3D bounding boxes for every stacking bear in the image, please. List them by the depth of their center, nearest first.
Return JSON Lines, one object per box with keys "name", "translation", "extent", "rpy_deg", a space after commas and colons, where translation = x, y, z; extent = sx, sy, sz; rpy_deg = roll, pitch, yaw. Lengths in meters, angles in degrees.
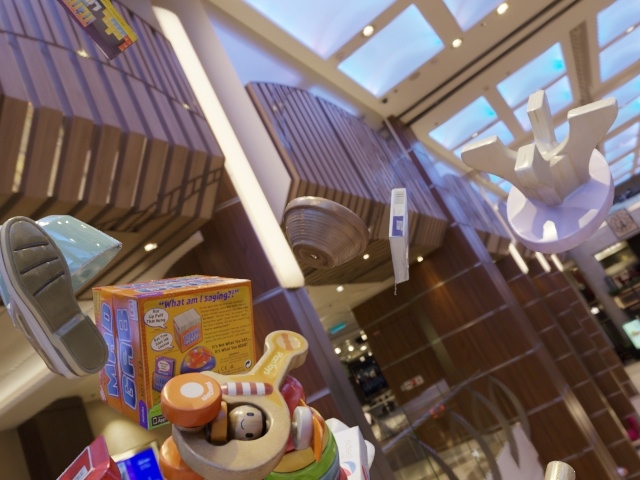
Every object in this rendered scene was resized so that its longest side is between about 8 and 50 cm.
{"name": "stacking bear", "translation": [-0.058, 0.376, 0.982], "extent": [0.164, 0.289, 0.175], "rpy_deg": [-7, 26, 22]}

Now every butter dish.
{"name": "butter dish", "translation": [-0.475, 0.523, 1.098], "extent": [0.160, 0.118, 0.160], "rpy_deg": [-48, 25, -14]}

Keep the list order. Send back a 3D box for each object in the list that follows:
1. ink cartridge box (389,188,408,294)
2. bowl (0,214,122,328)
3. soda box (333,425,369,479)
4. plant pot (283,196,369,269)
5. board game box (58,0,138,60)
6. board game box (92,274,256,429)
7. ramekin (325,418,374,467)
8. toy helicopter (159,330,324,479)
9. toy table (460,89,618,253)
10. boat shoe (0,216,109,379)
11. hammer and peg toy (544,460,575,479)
{"name": "ink cartridge box", "translation": [0.231, 0.004, 1.497], "extent": [0.045, 0.223, 0.224], "rpy_deg": [-2, -49, 12]}
{"name": "bowl", "translation": [-0.669, 0.055, 1.291], "extent": [0.311, 0.163, 0.311], "rpy_deg": [-41, 7, 7]}
{"name": "soda box", "translation": [0.068, 0.527, 1.199], "extent": [0.074, 0.069, 0.216], "rpy_deg": [-21, 15, 8]}
{"name": "plant pot", "translation": [0.000, 0.000, 1.370], "extent": [0.237, 0.237, 0.109], "rpy_deg": [118, 176, -62]}
{"name": "board game box", "translation": [-0.300, -0.307, 0.605], "extent": [0.048, 0.141, 0.170], "rpy_deg": [-39, -46, -4]}
{"name": "board game box", "translation": [-0.445, 0.307, 1.598], "extent": [0.357, 0.356, 0.356], "rpy_deg": [-5, 4, -41]}
{"name": "ramekin", "translation": [0.005, 0.617, 1.410], "extent": [0.277, 0.135, 0.277], "rpy_deg": [-47, -2, -2]}
{"name": "toy helicopter", "translation": [-0.083, 0.248, 0.841], "extent": [0.355, 0.235, 0.140], "rpy_deg": [-51, -28, -65]}
{"name": "toy table", "translation": [0.389, -0.129, 0.897], "extent": [0.252, 0.161, 0.274], "rpy_deg": [-22, 30, 27]}
{"name": "boat shoe", "translation": [-0.492, 0.111, 0.913], "extent": [0.103, 0.302, 0.113], "rpy_deg": [-18, 9, 24]}
{"name": "hammer and peg toy", "translation": [0.423, 0.477, 0.711], "extent": [0.127, 0.361, 0.266], "rpy_deg": [-52, -20, -42]}
